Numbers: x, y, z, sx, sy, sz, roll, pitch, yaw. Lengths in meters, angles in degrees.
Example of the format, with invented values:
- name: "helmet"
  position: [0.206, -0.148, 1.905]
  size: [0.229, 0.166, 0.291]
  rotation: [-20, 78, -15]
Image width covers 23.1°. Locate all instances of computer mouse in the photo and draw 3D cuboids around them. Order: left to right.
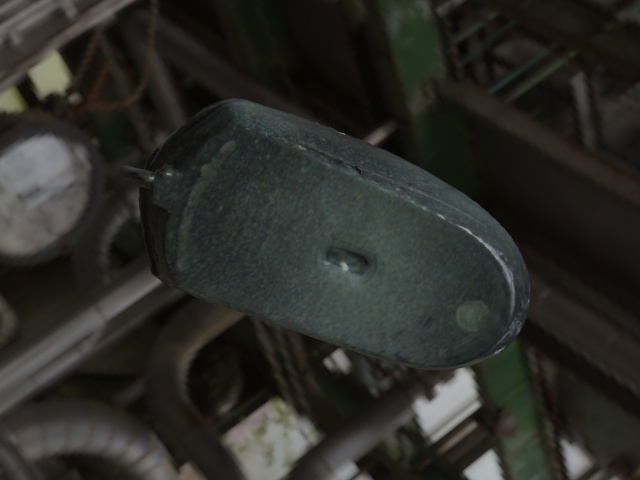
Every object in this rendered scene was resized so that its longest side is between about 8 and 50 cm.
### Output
- name: "computer mouse"
  position: [0.002, -0.001, 0.839]
  size: [0.229, 0.113, 0.068]
  rotation: [23, 14, -5]
